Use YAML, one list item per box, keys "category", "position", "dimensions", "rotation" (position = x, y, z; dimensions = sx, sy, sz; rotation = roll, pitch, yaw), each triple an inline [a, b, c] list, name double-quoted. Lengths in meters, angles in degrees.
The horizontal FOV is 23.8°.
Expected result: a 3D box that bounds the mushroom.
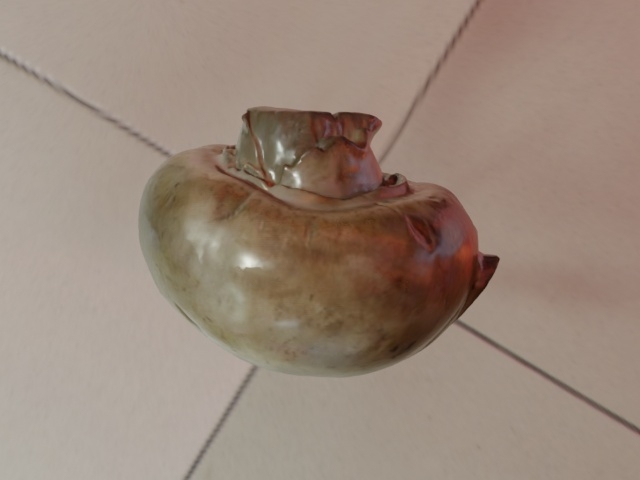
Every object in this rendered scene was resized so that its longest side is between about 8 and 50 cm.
- category: "mushroom"
  position: [0.000, 0.000, 1.069]
  dimensions: [0.254, 0.255, 0.184]
  rotation: [3, 91, -7]
